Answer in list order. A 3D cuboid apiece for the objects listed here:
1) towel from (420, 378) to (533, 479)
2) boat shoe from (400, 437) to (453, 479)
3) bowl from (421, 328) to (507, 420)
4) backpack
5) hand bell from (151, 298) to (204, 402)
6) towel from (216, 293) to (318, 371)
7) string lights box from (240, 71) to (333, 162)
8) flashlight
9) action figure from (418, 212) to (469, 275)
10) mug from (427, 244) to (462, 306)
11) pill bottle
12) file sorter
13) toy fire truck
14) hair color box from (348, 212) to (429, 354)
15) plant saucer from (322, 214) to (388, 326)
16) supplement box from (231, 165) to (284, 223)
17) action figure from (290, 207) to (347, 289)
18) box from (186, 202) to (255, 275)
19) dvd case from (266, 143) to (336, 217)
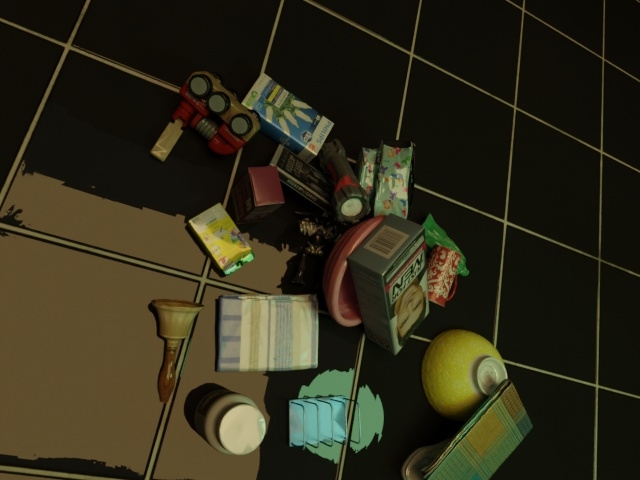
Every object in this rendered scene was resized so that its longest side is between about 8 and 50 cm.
[{"bbox_3d":[0.465,0.606,1.354,0.370,0.040,0.271,-42,123,-13],"label":"towel"},{"bbox_3d":[0.340,0.641,1.363,0.227,0.076,0.083,-18,86,-26],"label":"boat shoe"},{"bbox_3d":[0.474,0.417,1.430,0.290,0.156,0.289,5,77,-23],"label":"bowl"},{"bbox_3d":[0.190,-0.158,1.398,0.191,0.225,0.253,-1,80,-2],"label":"backpack"},{"bbox_3d":[-0.364,0.272,1.135,0.126,0.126,0.241,8,88,-22],"label":"hand bell"},{"bbox_3d":[-0.138,0.248,1.263,0.285,0.034,0.209,3,79,-21],"label":"towel"},{"bbox_3d":[-0.105,-0.363,1.390,0.260,0.077,0.133,32,67,-14],"label":"string lights box"},{"bbox_3d":[0.055,-0.171,1.323,0.103,0.304,0.103,-19,129,-1],"label":"flashlight"},{"bbox_3d":[0.404,0.037,1.535,0.232,0.063,0.137,44,63,-5],"label":"action figure"},{"bbox_3d":[0.371,0.110,1.463,0.113,0.150,0.169,22,88,26],"label":"mug"},{"bbox_3d":[-0.210,0.422,1.081,0.131,0.229,0.131,6,76,-23],"label":"pill bottle"},{"bbox_3d":[0.011,0.484,1.236,0.171,0.104,0.118,4,76,-23],"label":"file sorter"},{"bbox_3d":[-0.321,-0.301,1.263,0.217,0.246,0.158,44,22,-11],"label":"toy fire truck"},{"bbox_3d":[0.198,0.129,1.271,0.185,0.114,0.374,-44,142,-25],"label":"hair color box"},{"bbox_3d":[0.117,0.078,1.306,0.332,0.084,0.331,-32,136,-37],"label":"plant saucer"},{"bbox_3d":[-0.172,-0.119,1.242,0.081,0.188,0.103,-9,82,-26],"label":"supplement box"},{"bbox_3d":[0.000,0.000,1.322,0.164,0.141,0.275,14,76,-16],"label":"action figure"},{"bbox_3d":[-0.266,0.000,1.256,0.105,0.043,0.179,-35,91,-27],"label":"box"},{"bbox_3d":[-0.039,-0.176,1.346,0.239,0.029,0.179,34,26,-14],"label":"dvd case"}]
